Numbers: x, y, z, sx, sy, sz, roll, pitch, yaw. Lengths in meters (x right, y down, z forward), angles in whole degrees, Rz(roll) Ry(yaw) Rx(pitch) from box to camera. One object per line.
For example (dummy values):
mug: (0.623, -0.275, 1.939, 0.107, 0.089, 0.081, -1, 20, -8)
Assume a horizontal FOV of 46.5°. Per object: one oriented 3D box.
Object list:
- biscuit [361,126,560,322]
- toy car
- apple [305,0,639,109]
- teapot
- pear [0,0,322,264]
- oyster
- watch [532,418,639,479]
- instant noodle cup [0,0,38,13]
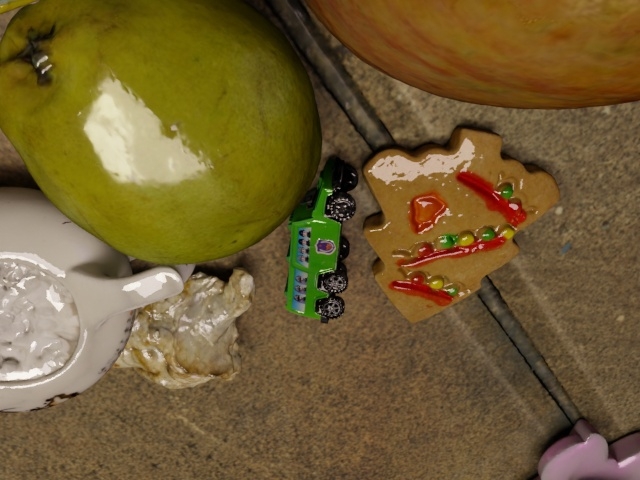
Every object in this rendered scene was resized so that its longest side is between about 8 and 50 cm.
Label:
biscuit: (0.129, -0.006, 0.769, 0.212, 0.041, 0.239, 4, 122, -17)
toy car: (0.000, 0.000, 0.730, 0.062, 0.071, 0.165, 6, 124, 1)
apple: (0.152, -0.265, 0.384, 0.333, 0.400, 0.400, -1, 125, -20)
teapot: (-0.254, 0.051, 0.652, 0.299, 0.166, 0.208, -20, 104, 5)
pear: (-0.108, -0.088, 0.559, 0.212, 0.212, 0.269, -43, 147, 18)
oyster: (-0.145, 0.090, 0.757, 0.163, 0.081, 0.191, 33, 109, -24)
watch: (0.383, 0.408, 0.999, 0.210, 0.217, 0.248, 14, 121, -21)
instant noodle cup: (-0.237, -0.230, 0.420, 0.264, 0.264, 0.200, -16, 117, 0)
